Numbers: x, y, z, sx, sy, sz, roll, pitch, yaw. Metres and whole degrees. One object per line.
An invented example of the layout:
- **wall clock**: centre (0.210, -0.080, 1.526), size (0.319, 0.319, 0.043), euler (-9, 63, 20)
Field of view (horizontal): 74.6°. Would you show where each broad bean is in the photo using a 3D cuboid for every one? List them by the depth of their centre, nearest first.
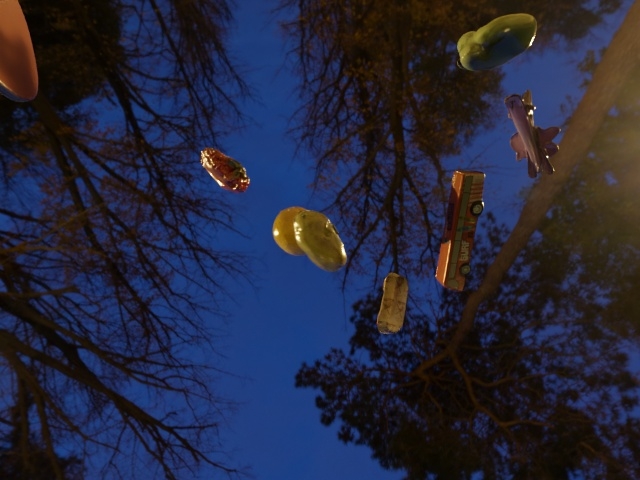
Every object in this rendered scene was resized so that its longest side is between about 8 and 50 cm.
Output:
- **broad bean**: centre (0.516, -0.577, 1.240), size (0.228, 0.169, 0.100), euler (-20, -113, 38)

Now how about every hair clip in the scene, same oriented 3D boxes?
- **hair clip**: centre (0.614, -0.318, 1.223), size (0.137, 0.278, 0.090), euler (-15, -149, 37)

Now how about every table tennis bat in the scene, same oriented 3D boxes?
- **table tennis bat**: centre (-0.314, -0.247, 0.382), size (0.022, 0.138, 0.246), euler (-16, -98, -8)

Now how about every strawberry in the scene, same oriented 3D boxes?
- **strawberry**: centre (-0.200, -0.140, 0.847), size (0.152, 0.104, 0.048), euler (20, -114, 41)

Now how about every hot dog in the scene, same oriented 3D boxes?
- **hot dog**: centre (0.225, 0.198, 1.309), size (0.059, 0.108, 0.191), euler (4, -101, 51)

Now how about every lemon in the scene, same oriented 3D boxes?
- **lemon**: centre (-0.098, -0.038, 1.707), size (0.187, 0.187, 0.244), euler (-29, -117, -16)

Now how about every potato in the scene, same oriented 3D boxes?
- **potato**: centre (0.000, 0.000, 1.509), size (0.248, 0.143, 0.169), euler (55, -152, 8)

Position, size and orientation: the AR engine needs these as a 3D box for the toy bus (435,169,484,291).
- **toy bus**: centre (0.469, -0.029, 1.410), size (0.092, 0.408, 0.093), euler (3, -164, -7)
